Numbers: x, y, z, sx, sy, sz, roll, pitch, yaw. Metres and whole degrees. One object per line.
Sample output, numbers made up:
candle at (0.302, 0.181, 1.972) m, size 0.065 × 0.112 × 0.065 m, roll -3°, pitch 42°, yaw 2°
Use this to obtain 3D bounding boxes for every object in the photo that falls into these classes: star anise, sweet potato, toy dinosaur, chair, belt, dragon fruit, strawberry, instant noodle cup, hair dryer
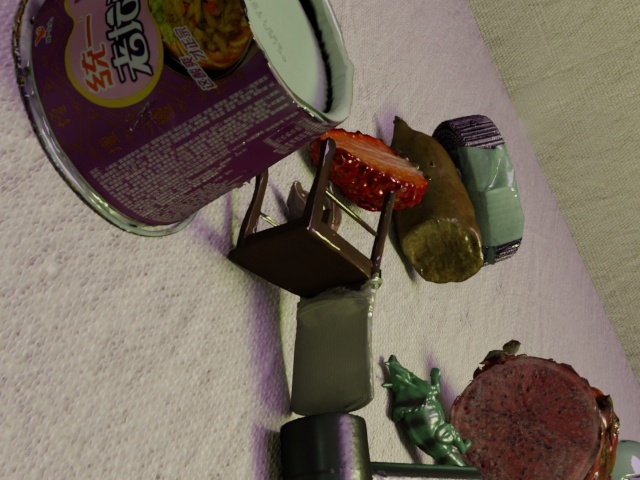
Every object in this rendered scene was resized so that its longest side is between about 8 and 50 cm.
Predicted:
star anise at (-0.006, 0.007, 1.372) m, size 0.172 × 0.063 × 0.208 m, roll -32°, pitch 104°, yaw -60°
sweet potato at (0.215, -0.090, 1.776) m, size 0.158 × 0.157 × 0.370 m, roll 37°, pitch 36°, yaw -49°
toy dinosaur at (0.199, 0.314, 1.499) m, size 0.292 × 0.079 × 0.120 m, roll 50°, pitch 35°, yaw -5°
chair at (-0.013, 0.051, 1.188) m, size 0.186 × 0.160 × 0.319 m, roll 36°, pitch 53°, yaw -37°
belt at (0.320, -0.101, 1.872) m, size 0.260 × 0.122 × 0.325 m, roll -140°, pitch -141°, yaw -64°
dragon fruit at (0.382, 0.384, 1.613) m, size 0.314 × 0.296 × 0.263 m, roll -61°, pitch 147°, yaw -13°
strawberry at (0.067, -0.111, 1.557) m, size 0.236 × 0.111 × 0.190 m, roll 13°, pitch 28°, yaw -35°
instant noodle cup at (-0.136, -0.204, 1.030) m, size 0.340 × 0.265 × 0.340 m, roll 42°, pitch 37°, yaw -42°
hair dryer at (0.097, 0.356, 1.136) m, size 0.302 × 0.116 × 0.245 m, roll 8°, pitch 61°, yaw -26°

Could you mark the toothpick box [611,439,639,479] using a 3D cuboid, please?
toothpick box at (0.691, 0.628, 2.112) m, size 0.263 × 0.263 × 0.355 m, roll 28°, pitch 46°, yaw -54°
